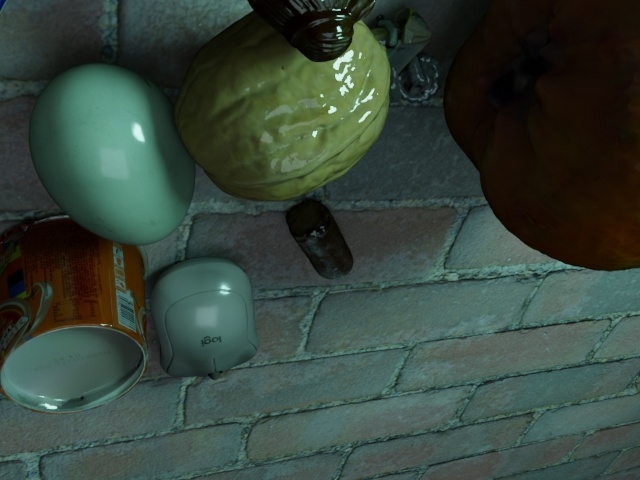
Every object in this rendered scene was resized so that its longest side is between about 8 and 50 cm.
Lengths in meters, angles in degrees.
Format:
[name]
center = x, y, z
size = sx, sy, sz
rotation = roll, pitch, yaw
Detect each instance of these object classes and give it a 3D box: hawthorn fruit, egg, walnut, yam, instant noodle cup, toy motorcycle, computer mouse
[hawthorn fruit]
center = 0.405, -0.181, 0.860
size = 0.472, 0.471, 0.471
rotation = -13, 136, -13
[egg]
center = -0.247, -0.096, 0.822
size = 0.183, 0.182, 0.264
rotation = -21, 143, -5
[walnut]
center = -0.038, -0.162, 0.780
size = 0.261, 0.225, 0.225
rotation = -30, 137, -2
[yam]
center = 0.001, 0.001, 1.113
size = 0.079, 0.079, 0.141
rotation = -28, 138, 3
[instant noodle cup]
center = -0.362, 0.114, 0.965
size = 0.251, 0.192, 0.250
rotation = -14, 136, -14
[toy motorcycle]
center = 0.055, -0.246, 0.895
size = 0.229, 0.094, 0.129
rotation = -3, 129, -5
[computer mouse]
center = -0.191, 0.156, 1.144
size = 0.184, 0.121, 0.296
rotation = -10, 134, -18

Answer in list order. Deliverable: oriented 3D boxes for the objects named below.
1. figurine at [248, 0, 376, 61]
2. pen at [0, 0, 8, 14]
[figurine]
center = 0.050, -0.327, 0.663
size = 0.315, 0.187, 0.168
rotation = -43, 119, -15
[pen]
center = -0.319, -0.301, 0.703
size = 0.025, 0.025, 0.204
rotation = 23, 119, -39
